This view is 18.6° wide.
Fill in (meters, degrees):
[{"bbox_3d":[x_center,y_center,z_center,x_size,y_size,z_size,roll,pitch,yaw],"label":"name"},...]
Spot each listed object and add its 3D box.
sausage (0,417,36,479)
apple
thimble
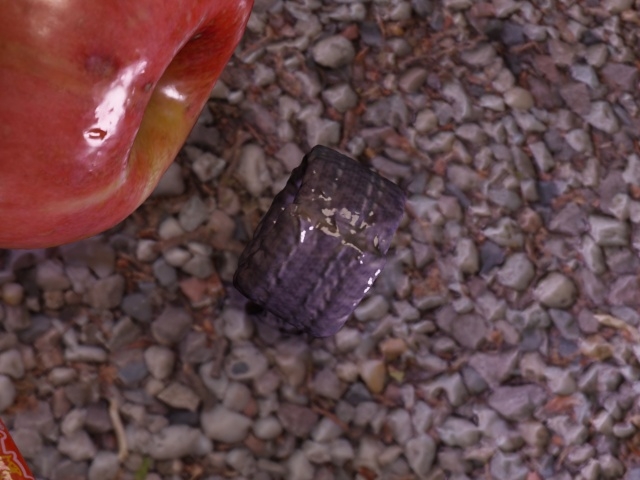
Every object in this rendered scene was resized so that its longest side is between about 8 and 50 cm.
[{"bbox_3d":[-0.266,0.159,1.561,0.050,0.048,0.145,-34,77,10],"label":"sausage"},{"bbox_3d":[-0.245,-0.181,1.549,0.364,0.364,0.364,8,65,-16],"label":"apple"},{"bbox_3d":[-0.001,0.001,1.668,0.098,0.150,0.150,31,61,-8],"label":"thimble"}]
